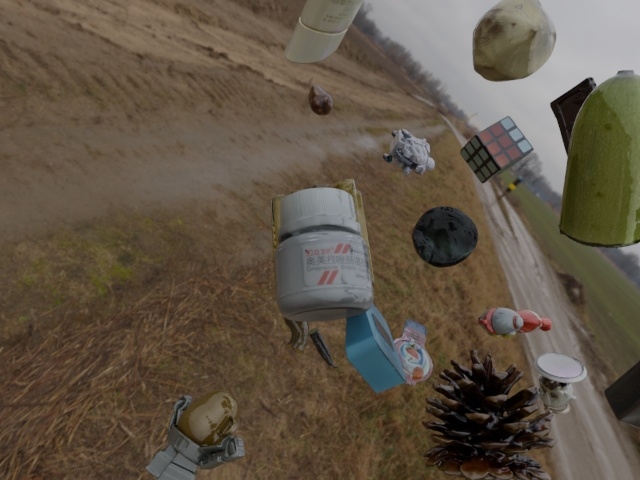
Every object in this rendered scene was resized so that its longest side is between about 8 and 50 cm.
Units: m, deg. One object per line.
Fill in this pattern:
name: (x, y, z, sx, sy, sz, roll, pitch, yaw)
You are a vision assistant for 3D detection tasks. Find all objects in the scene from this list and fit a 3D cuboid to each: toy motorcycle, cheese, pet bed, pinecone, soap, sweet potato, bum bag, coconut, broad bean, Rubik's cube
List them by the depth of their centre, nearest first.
pinecone: (0.321, 0.345, 0.870, 0.264, 0.264, 0.264, 36, 24, -18)
bum bag: (0.593, -0.275, 1.029, 0.026, 0.109, 0.160, -3, 75, -25)
coconut: (0.495, -0.521, 1.169, 0.224, 0.224, 0.224, 36, 24, -18)
pet bed: (0.380, -0.011, 1.396, 0.201, 0.201, 0.053, 44, 5, 2)
soap: (0.000, 0.000, 1.423, 0.156, 0.293, 0.335, 37, 42, -63)
toy motorcycle: (0.301, -0.283, 1.469, 0.170, 0.110, 0.260, 29, 29, -11)
Rubik's cube: (0.642, -0.332, 1.661, 0.163, 0.160, 0.162, 58, -9, 11)
sweet potato: (-0.110, 0.287, 1.697, 0.085, 0.112, 0.286, 12, 44, -44)
cheese: (0.344, 0.419, 1.711, 0.188, 0.074, 0.286, 27, 44, 0)
broad bean: (-0.005, -0.535, 1.727, 0.165, 0.084, 0.114, -108, -175, -52)

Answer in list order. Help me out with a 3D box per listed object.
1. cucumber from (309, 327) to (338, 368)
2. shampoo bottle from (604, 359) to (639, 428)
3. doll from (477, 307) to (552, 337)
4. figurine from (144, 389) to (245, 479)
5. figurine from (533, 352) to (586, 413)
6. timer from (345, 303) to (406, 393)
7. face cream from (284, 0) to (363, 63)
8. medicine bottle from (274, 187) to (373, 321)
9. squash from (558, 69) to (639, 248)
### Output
cucumber: (0.011, 0.374, 1.549, 0.163, 0.043, 0.039, 65, 24, -16)
shampoo bottle: (0.676, 0.264, 0.878, 0.080, 0.246, 0.079, 20, 33, -5)
doll: (0.685, 0.297, 1.620, 0.336, 0.199, 0.106, 9, 81, -34)
figurine: (-0.344, 0.560, 1.285, 0.342, 0.285, 0.167, 21, -24, 28)
figurine: (0.658, 0.406, 1.249, 0.132, 0.132, 0.154, -64, 150, -67)
timer: (0.141, 0.271, 1.281, 0.232, 0.091, 0.250, 54, 17, -34)
face cream: (0.049, -0.545, 0.971, 0.081, 0.349, 0.173, 47, 45, 10)
medicine bottle: (0.002, 0.041, 1.171, 0.245, 0.245, 0.307, 16, 61, -48)
squash: (0.442, -0.125, 0.683, 0.132, 0.132, 0.247, -86, 167, -62)
